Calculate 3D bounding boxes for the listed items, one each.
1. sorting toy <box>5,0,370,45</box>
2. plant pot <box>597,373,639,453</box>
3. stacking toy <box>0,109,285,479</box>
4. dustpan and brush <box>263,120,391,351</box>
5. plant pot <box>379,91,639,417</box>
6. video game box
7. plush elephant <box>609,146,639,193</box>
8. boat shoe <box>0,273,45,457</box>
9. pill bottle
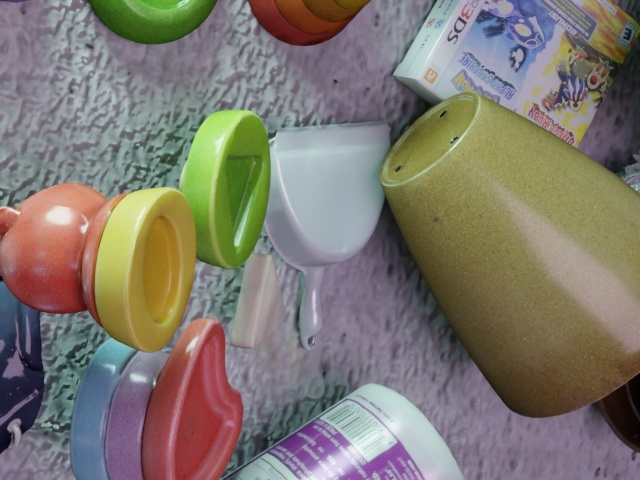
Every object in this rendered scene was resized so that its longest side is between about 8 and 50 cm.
[{"bbox_3d":[-0.093,-0.220,1.170,0.365,0.126,0.127,-2,101,-30],"label":"sorting toy"},{"bbox_3d":[0.405,0.142,1.507,0.165,0.167,0.167,4,98,-36],"label":"plant pot"},{"bbox_3d":[-0.141,0.043,1.169,0.279,0.130,0.309,-62,154,-49],"label":"stacking toy"},{"bbox_3d":[0.000,0.000,1.312,0.147,0.060,0.211,-8,98,-41],"label":"dustpan and brush"},{"bbox_3d":[0.181,-0.009,1.318,0.254,0.237,0.237,46,77,-20],"label":"plant pot"},{"bbox_3d":[0.194,-0.183,1.384,0.205,0.048,0.187,32,86,-30],"label":"video game box"},{"bbox_3d":[0.423,-0.154,1.379,0.330,0.272,0.255,-9,129,7],"label":"plush elephant"},{"bbox_3d":[-0.300,0.173,1.127,0.158,0.127,0.341,2,97,-24],"label":"boat shoe"},{"bbox_3d":[-0.027,0.272,1.279,0.301,0.169,0.169,-31,113,-20],"label":"pill bottle"}]
